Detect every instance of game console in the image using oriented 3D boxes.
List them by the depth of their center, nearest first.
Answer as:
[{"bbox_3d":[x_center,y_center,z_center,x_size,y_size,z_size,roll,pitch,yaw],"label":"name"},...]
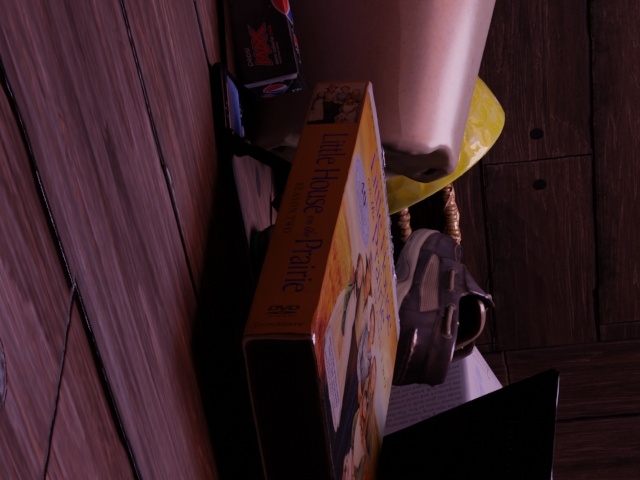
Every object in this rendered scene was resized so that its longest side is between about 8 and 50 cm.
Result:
[{"bbox_3d":[-0.056,-0.109,1.532,0.122,0.071,0.107,49,36,-82],"label":"game console"}]

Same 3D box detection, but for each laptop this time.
[{"bbox_3d":[0.107,0.390,1.554,0.408,0.236,0.382,80,17,-45],"label":"laptop"}]

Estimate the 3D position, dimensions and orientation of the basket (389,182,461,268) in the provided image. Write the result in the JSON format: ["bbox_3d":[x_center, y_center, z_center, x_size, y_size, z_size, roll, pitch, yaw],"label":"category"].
[{"bbox_3d":[0.085,-0.017,2.229,0.223,0.213,0.299,-69,153,-81],"label":"basket"}]

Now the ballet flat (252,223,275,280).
[{"bbox_3d":[-0.006,0.054,1.768,0.280,0.096,0.095,72,15,-66],"label":"ballet flat"}]

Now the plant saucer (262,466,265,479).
[{"bbox_3d":[-0.030,0.242,1.619,0.198,0.036,0.199,-6,90,-84],"label":"plant saucer"}]

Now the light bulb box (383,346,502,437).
[{"bbox_3d":[0.168,0.384,2.164,0.358,0.225,0.361,53,26,-44],"label":"light bulb box"}]

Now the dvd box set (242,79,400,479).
[{"bbox_3d":[0.012,0.086,1.465,0.420,0.062,0.308,-76,162,-57],"label":"dvd box set"}]

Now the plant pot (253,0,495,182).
[{"bbox_3d":[0.053,-0.229,1.764,0.334,0.333,0.305,58,37,-79],"label":"plant pot"}]

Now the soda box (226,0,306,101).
[{"bbox_3d":[-0.060,-0.227,1.596,0.053,0.060,0.169,54,23,-75],"label":"soda box"}]

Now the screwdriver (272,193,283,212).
[{"bbox_3d":[0.000,0.000,1.822,0.170,0.024,0.025,42,-36,37],"label":"screwdriver"}]

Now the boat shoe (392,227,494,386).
[{"bbox_3d":[0.132,0.093,1.934,0.355,0.130,0.132,-52,162,-64],"label":"boat shoe"}]

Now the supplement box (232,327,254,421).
[{"bbox_3d":[-0.046,0.120,1.469,0.043,0.055,0.083,-87,169,-51],"label":"supplement box"}]

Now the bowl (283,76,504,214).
[{"bbox_3d":[0.062,-0.157,1.981,0.156,0.289,0.289,61,14,-23],"label":"bowl"}]
